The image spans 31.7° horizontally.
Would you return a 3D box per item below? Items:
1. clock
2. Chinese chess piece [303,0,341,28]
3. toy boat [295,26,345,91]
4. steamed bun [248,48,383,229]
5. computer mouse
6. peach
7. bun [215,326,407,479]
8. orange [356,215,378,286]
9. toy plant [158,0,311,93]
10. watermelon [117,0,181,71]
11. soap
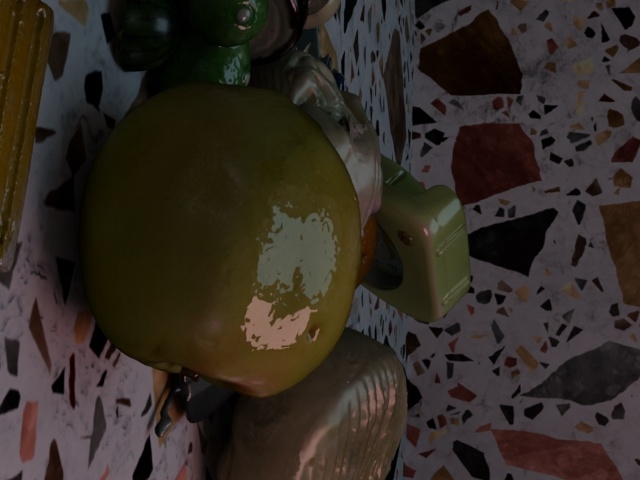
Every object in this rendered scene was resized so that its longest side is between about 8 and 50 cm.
[{"bbox_3d":[0.102,-0.031,1.990,0.117,0.348,0.286,-40,143,-24],"label":"clock"},{"bbox_3d":[-0.025,-0.403,1.824,0.051,0.122,0.122,50,42,-69],"label":"Chinese chess piece"},{"bbox_3d":[-0.010,-0.253,1.856,0.210,0.070,0.292,-24,-124,62],"label":"toy boat"},{"bbox_3d":[-0.035,-0.097,1.470,0.206,0.275,0.320,20,68,-35],"label":"steamed bun"},{"bbox_3d":[-0.130,0.141,1.489,0.379,0.090,0.167,-65,152,-57],"label":"computer mouse"},{"bbox_3d":[-0.106,-0.003,1.156,0.314,0.281,0.316,-171,-93,-69],"label":"peach"},{"bbox_3d":[-0.021,0.273,1.614,0.362,0.234,0.326,-43,149,-47],"label":"bun"},{"bbox_3d":[0.000,0.000,1.817,0.206,0.206,0.206,1,90,-77],"label":"orange"},{"bbox_3d":[-0.112,-0.262,1.351,0.218,0.175,0.235,117,-5,-51],"label":"toy plant"},{"bbox_3d":[-0.188,-0.238,1.254,0.105,0.062,0.106,5,90,-85],"label":"watermelon"},{"bbox_3d":[-0.273,-0.103,0.861,0.140,0.073,0.232,53,40,-67],"label":"soap"}]
